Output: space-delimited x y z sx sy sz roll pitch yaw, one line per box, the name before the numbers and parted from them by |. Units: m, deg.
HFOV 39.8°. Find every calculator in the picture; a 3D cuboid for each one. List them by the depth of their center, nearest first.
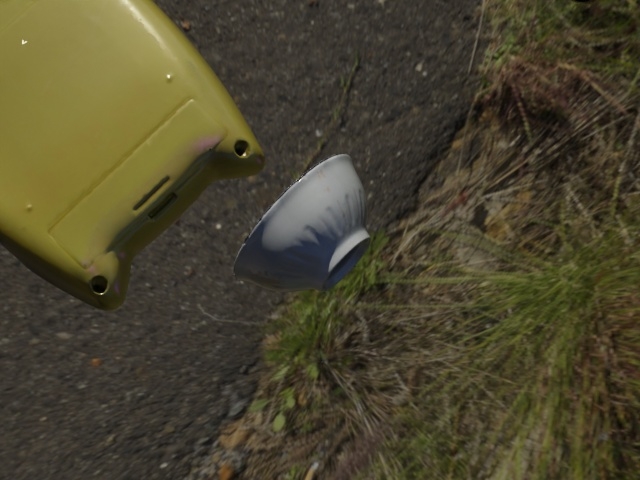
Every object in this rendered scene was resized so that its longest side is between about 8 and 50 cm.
calculator | -0.153 -0.085 0.477 0.236 0.033 0.157 43 82 8

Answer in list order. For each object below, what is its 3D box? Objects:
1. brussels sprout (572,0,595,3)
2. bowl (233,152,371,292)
brussels sprout | 0.223 -0.221 0.713 0.046 0.083 0.051 -36 106 -27
bowl | 0.000 0.000 0.985 0.086 0.189 0.189 42 84 13
